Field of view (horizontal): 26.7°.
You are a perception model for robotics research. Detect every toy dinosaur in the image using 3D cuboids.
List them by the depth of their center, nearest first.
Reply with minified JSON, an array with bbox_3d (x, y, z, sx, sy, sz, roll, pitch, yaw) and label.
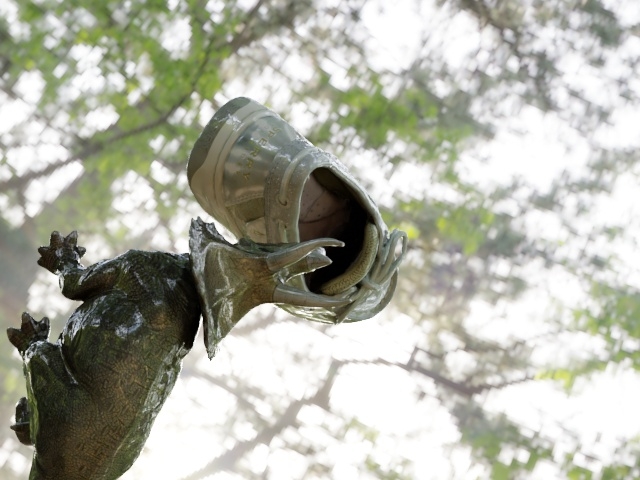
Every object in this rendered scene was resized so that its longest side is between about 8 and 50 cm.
[{"bbox_3d":[-0.139,0.084,0.861,0.121,0.313,0.160,45,-10,-28],"label":"toy dinosaur"}]

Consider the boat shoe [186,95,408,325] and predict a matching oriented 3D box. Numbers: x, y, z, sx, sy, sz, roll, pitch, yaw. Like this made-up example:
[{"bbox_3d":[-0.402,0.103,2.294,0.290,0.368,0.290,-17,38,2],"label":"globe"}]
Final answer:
[{"bbox_3d":[0.001,-0.003,1.097,0.103,0.118,0.320,28,-14,30],"label":"boat shoe"}]
